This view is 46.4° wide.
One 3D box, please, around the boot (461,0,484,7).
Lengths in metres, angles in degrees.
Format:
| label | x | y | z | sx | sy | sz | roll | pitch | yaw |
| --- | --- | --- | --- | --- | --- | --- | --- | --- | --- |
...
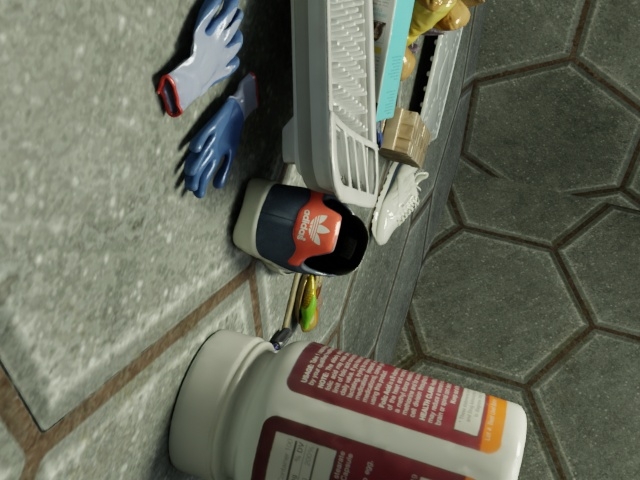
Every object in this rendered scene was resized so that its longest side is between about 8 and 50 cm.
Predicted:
| label | x | y | z | sx | sy | sz | roll | pitch | yaw |
| --- | --- | --- | --- | --- | --- | --- | --- | --- | --- |
| boot | 0.175 | -0.477 | 1.160 | 0.305 | 0.115 | 0.112 | 42 | 67 | -46 |

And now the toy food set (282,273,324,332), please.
| label | x | y | z | sx | sy | sz | roll | pitch | yaw |
| --- | --- | --- | --- | --- | --- | --- | --- | --- | --- |
| toy food set | -0.012 | 0.099 | 1.344 | 0.192 | 0.039 | 0.132 | -16 | 120 | -75 |

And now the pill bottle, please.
| label | x | y | z | sx | sy | sz | roll | pitch | yaw |
| --- | --- | --- | --- | --- | --- | --- | --- | --- | --- |
| pill bottle | 0.032 | 0.253 | 0.919 | 0.224 | 0.393 | 0.223 | 15 | 90 | -77 |

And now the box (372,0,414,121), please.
| label | x | y | z | sx | sy | sz | roll | pitch | yaw |
| --- | --- | --- | --- | --- | --- | --- | --- | --- | --- |
| box | 0.073 | -0.306 | 1.096 | 0.060 | 0.101 | 0.244 | -26 | 132 | -51 |

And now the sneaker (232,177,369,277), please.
| label | x | y | z | sx | sy | sz | roll | pitch | yaw |
| --- | --- | --- | --- | --- | --- | --- | --- | --- | --- |
| sneaker | 0.000 | 0.000 | 1.047 | 0.350 | 0.148 | 0.131 | 9 | 96 | -77 |

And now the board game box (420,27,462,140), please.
| label | x | y | z | sx | sy | sz | roll | pitch | yaw |
| --- | --- | --- | --- | --- | --- | --- | --- | --- | --- |
| board game box | 0.316 | -0.461 | 2.058 | 0.390 | 0.050 | 0.389 | -37 | 141 | -70 |

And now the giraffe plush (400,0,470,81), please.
| label | x | y | z | sx | sy | sz | roll | pitch | yaw |
| --- | --- | --- | --- | --- | --- | --- | --- | --- | --- |
| giraffe plush | 0.111 | -0.328 | 1.204 | 0.170 | 0.182 | 0.210 | -64 | -159 | -3 |

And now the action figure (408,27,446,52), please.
| label | x | y | z | sx | sy | sz | roll | pitch | yaw |
| --- | --- | --- | --- | --- | --- | --- | --- | --- | --- |
| action figure | 0.167 | -0.479 | 1.326 | 0.185 | 0.099 | 0.285 | -51 | 152 | -28 |

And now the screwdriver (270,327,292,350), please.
| label | x | y | z | sx | sy | sz | roll | pitch | yaw |
| --- | --- | --- | --- | --- | --- | --- | --- | --- | --- |
| screwdriver | -0.088 | 0.184 | 1.179 | 0.025 | 0.024 | 0.170 | -49 | 177 | 35 |

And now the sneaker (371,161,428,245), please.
| label | x | y | z | sx | sy | sz | roll | pitch | yaw |
| --- | --- | --- | --- | --- | --- | --- | --- | --- | --- |
| sneaker | 0.195 | -0.091 | 1.871 | 0.090 | 0.095 | 0.235 | 75 | 34 | -68 |

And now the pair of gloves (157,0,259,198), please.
| label | x | y | z | sx | sy | sz | roll | pitch | yaw |
| --- | --- | --- | --- | --- | --- | --- | --- | --- | --- |
| pair of gloves | -0.106 | -0.141 | 0.739 | 0.198 | 0.023 | 0.159 | 87 | 24 | -50 |

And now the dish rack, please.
| label | x | y | z | sx | sy | sz | roll | pitch | yaw |
| --- | --- | --- | --- | --- | --- | --- | --- | --- | --- |
| dish rack | 0.013 | -0.207 | 0.912 | 0.285 | 0.073 | 0.332 | -1 | 91 | -75 |

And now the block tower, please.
| label | x | y | z | sx | sy | sz | roll | pitch | yaw |
| --- | --- | --- | --- | --- | --- | --- | --- | --- | --- |
| block tower | 0.182 | -0.228 | 1.677 | 0.335 | 0.091 | 0.097 | -4 | 109 | -75 |

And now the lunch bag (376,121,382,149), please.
| label | x | y | z | sx | sy | sz | roll | pitch | yaw |
| --- | --- | --- | --- | --- | --- | --- | --- | --- | --- |
| lunch bag | 0.079 | -0.189 | 1.345 | 0.098 | 0.065 | 0.067 | 82 | 26 | -57 |
